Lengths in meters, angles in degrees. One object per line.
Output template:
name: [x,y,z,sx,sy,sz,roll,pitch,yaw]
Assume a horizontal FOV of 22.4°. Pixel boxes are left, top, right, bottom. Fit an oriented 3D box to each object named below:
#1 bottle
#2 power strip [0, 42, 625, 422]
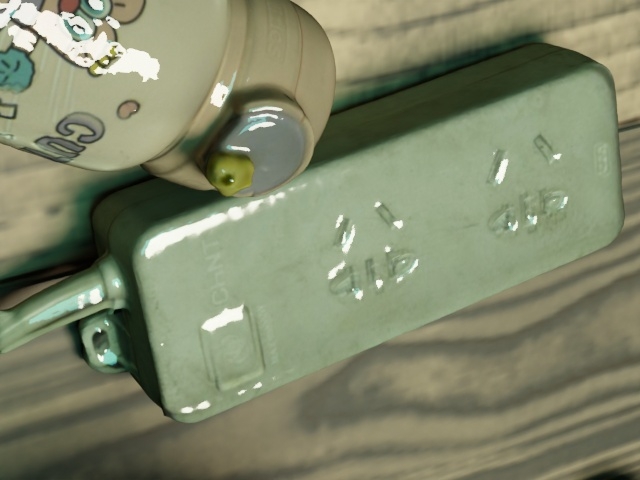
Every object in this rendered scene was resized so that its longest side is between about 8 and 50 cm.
bottle: [-0.087,-0.073,0.556,0.209,0.110,0.097,19,118,-35]
power strip: [0.000,0.000,0.678,0.288,0.053,0.093,-22,121,-23]
